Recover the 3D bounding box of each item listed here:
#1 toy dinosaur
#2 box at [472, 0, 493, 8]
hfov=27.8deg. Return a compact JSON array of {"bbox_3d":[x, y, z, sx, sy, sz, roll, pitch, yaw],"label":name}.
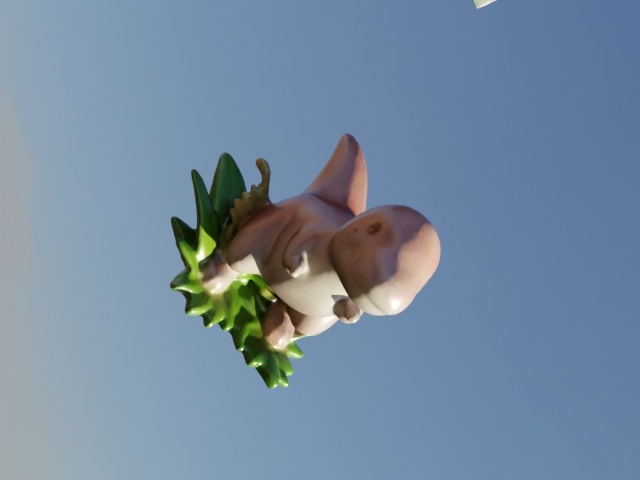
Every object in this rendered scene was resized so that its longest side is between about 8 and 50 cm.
[{"bbox_3d":[-0.004,-0.006,0.826,0.152,0.177,0.194,50,31,-14],"label":"toy dinosaur"},{"bbox_3d":[0.174,-0.326,0.956,0.117,0.225,0.225,-90,156,-69],"label":"box"}]
